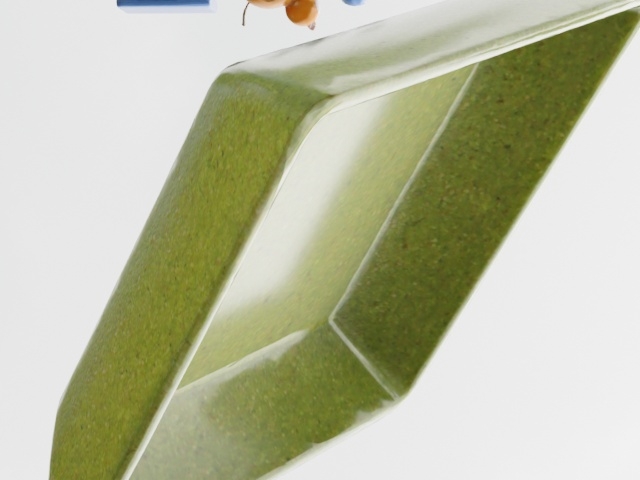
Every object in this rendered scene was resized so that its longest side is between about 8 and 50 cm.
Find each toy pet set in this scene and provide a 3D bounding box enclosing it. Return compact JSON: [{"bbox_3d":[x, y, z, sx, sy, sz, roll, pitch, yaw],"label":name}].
[{"bbox_3d":[-0.034,-0.123,0.888,0.114,0.065,0.122,-1,-135,1],"label":"toy pet set"}]

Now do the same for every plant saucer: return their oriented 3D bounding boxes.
[{"bbox_3d":[0.000,0.000,0.594,0.045,0.188,0.188,42,-55,19],"label":"plant saucer"}]
